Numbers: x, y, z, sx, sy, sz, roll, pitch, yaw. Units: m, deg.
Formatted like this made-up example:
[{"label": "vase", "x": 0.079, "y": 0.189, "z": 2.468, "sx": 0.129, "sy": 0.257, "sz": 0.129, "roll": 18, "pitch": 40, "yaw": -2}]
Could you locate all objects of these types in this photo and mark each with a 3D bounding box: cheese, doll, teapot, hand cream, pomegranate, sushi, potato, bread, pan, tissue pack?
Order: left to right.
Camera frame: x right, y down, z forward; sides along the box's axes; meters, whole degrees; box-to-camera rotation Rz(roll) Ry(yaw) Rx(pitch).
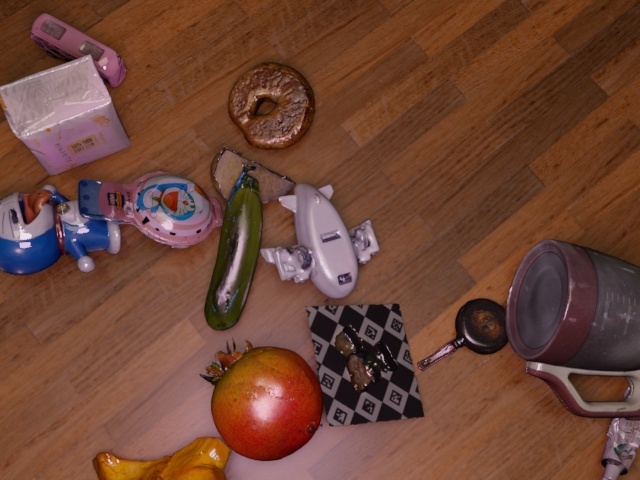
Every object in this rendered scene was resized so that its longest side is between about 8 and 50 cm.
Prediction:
[{"label": "doll", "x": -0.514, "y": -0.021, "z": 1.581, "sx": 0.257, "sy": 0.161, "sz": 0.215, "roll": -12, "pitch": 50, "yaw": -17}, {"label": "tissue pack", "x": -0.487, "y": -0.234, "z": 1.596, "sx": 0.185, "sy": 0.225, "sz": 0.124, "roll": -25, "pitch": 79, "yaw": -9}, {"label": "cheese", "x": -0.326, "y": -0.066, "z": 1.606, "sx": 0.286, "sy": 0.074, "sz": 0.188, "roll": 7, "pitch": 50, "yaw": -26}, {"label": "potato", "x": -0.152, "y": -0.121, "z": 1.675, "sx": 0.172, "sy": 0.089, "sz": 0.100, "roll": 21, "pitch": 93, "yaw": -27}, {"label": "pomegranate", "x": -0.107, "y": 0.287, "z": 1.505, "sx": 0.235, "sy": 0.210, "sz": 0.210, "roll": 41, "pitch": 78, "yaw": 0}, {"label": "bread", "x": -0.099, "y": -0.279, "z": 1.714, "sx": 0.193, "sy": 0.064, "sz": 0.193, "roll": 0, "pitch": 80, "yaw": 2}, {"label": "sushi", "x": 0.075, "y": 0.239, "z": 1.583, "sx": 0.220, "sy": 0.047, "sz": 0.231, "roll": 2, "pitch": 66, "yaw": -31}, {"label": "pan", "x": 0.283, "y": 0.193, "z": 1.636, "sx": 0.212, "sy": 0.040, "sz": 0.114, "roll": -30, "pitch": 75, "yaw": -10}, {"label": "teapot", "x": 0.536, "y": 0.181, "z": 1.566, "sx": 0.312, "sy": 0.233, "sz": 0.314, "roll": 13, "pitch": 86, "yaw": -11}, {"label": "hand cream", "x": 0.608, "y": 0.361, "z": 1.611, "sx": 0.084, "sy": 0.050, "sz": 0.257, "roll": 30, "pitch": 68, "yaw": 3}]

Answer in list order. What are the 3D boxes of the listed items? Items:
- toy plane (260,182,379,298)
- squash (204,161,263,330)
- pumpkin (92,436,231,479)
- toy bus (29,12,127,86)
[{"label": "toy plane", "x": 0.000, "y": 0.000, "z": 1.631, "sx": 0.245, "sy": 0.117, "sz": 0.244, "roll": 7, "pitch": 71, "yaw": -21}, {"label": "squash", "x": -0.160, "y": 0.015, "z": 1.602, "sx": 0.087, "sy": 0.087, "sz": 0.331, "roll": 11, "pitch": 89, "yaw": -1}, {"label": "pumpkin", "x": -0.276, "y": 0.432, "z": 1.434, "sx": 0.258, "sy": 0.290, "sz": 0.095, "roll": -26, "pitch": 113, "yaw": -1}, {"label": "toy bus", "x": -0.498, "y": -0.393, "z": 1.702, "sx": 0.203, "sy": 0.090, "sz": 0.063, "roll": 28, "pitch": 78, "yaw": 4}]
